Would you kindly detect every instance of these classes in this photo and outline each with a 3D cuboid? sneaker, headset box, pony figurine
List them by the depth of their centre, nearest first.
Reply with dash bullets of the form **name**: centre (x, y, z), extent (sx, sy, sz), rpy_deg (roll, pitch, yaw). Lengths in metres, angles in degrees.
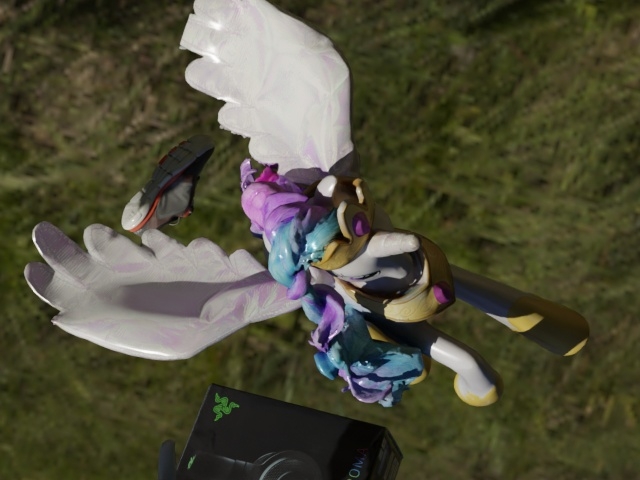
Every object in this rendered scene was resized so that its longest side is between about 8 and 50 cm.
- **pony figurine**: centre (0.000, 0.000, 1.129), extent (0.351, 0.303, 0.363), rpy_deg (23, 173, 36)
- **sneaker**: centre (-0.180, -0.064, 1.825), extent (0.065, 0.158, 0.061), rpy_deg (40, -173, -30)
- **headset box**: centre (-0.066, 0.348, 1.962), extent (0.283, 0.246, 0.131), rpy_deg (12, 156, 22)

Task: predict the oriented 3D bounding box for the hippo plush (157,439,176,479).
- **hippo plush**: centre (-0.144, 0.429, 1.562), extent (0.236, 0.234, 0.294), rpy_deg (25, -133, 8)
